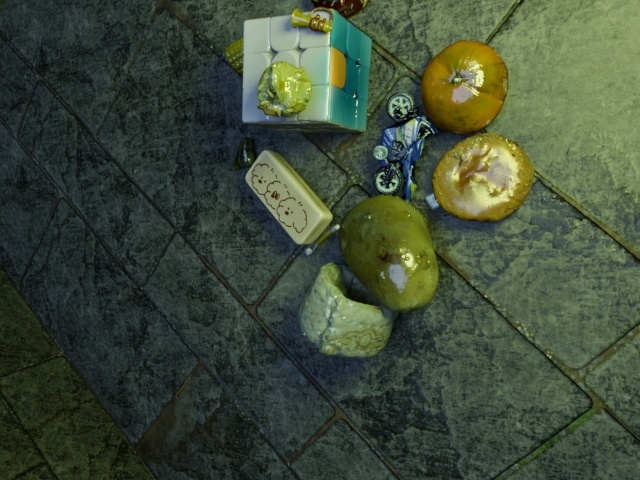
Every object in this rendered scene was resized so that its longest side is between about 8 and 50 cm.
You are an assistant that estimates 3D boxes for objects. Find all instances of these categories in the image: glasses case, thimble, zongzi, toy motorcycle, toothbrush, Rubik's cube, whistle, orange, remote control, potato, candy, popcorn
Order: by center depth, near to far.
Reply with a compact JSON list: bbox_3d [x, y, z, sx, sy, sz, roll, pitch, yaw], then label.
[{"bbox_3d":[-0.014,-0.555,1.178,0.109,0.057,0.046,19,150,16],"label":"whistle"},{"bbox_3d":[-0.091,-0.386,1.192,0.141,0.162,0.136,3,62,5],"label":"popcorn"},{"bbox_3d":[0.380,-0.406,1.244,0.240,0.171,0.240,4,100,26],"label":"orange"},{"bbox_3d":[0.210,0.032,1.338,0.270,0.219,0.359,-50,51,20],"label":"potato"},{"bbox_3d":[0.251,-0.266,1.367,0.168,0.113,0.316,14,112,15],"label":"toy motorcycle"},{"bbox_3d":[0.369,-0.139,1.372,0.124,0.018,0.053,-34,82,26],"label":"remote control"},{"bbox_3d":[-0.035,-0.477,1.378,0.291,0.291,0.291,7,100,26],"label":"Rubik's cube"},{"bbox_3d":[0.082,0.211,1.415,0.291,0.291,0.195,29,110,21],"label":"thimble"},{"bbox_3d":[0.000,0.000,1.486,0.024,0.021,0.288,46,153,-1],"label":"toothbrush"},{"bbox_3d":[-0.111,-0.146,1.556,0.336,0.076,0.144,49,113,23],"label":"glasses case"},{"bbox_3d":[-0.220,-0.644,1.565,0.198,0.094,0.106,-23,81,22],"label":"candy"},{"bbox_3d":[-0.285,-0.312,1.671,0.113,0.052,0.104,-6,86,41],"label":"zongzi"}]

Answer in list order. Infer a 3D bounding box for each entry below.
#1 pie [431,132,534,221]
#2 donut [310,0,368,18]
[{"bbox_3d":[0.443,-0.172,1.292,0.273,0.069,0.274,-1,86,17],"label":"pie"},{"bbox_3d":[0.054,-0.795,1.405,0.235,0.089,0.235,4,99,28],"label":"donut"}]
